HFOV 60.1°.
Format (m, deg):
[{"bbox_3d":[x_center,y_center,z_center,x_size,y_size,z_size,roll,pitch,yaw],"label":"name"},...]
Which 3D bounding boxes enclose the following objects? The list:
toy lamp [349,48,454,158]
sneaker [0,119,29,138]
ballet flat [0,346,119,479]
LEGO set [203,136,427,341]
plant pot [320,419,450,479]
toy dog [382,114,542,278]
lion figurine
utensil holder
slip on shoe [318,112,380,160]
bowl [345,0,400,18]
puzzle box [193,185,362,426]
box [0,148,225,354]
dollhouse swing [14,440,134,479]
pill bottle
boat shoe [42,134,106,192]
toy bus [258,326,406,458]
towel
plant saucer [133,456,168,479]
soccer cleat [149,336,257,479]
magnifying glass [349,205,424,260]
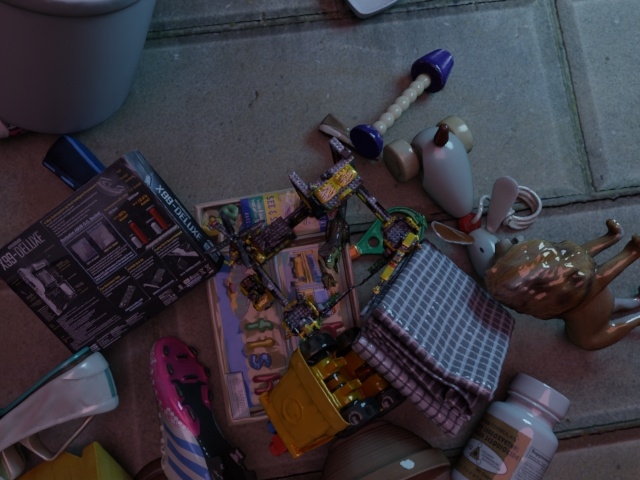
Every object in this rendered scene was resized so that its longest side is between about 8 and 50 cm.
[{"bbox_3d":[0.164,-0.272,1.064,0.080,0.080,0.275,43,68,3],"label":"toy lamp"},{"bbox_3d":[-0.633,-0.325,1.048,0.112,0.121,0.299,-18,82,-34],"label":"sneaker"},{"bbox_3d":[-0.509,0.329,0.922,0.400,0.139,0.139,-32,85,6],"label":"ballet flat"},{"bbox_3d":[0.000,0.000,0.887,0.331,0.192,0.255,-32,78,-1],"label":"LEGO set"},{"bbox_3d":[0.089,0.379,0.931,0.237,0.237,0.110,-22,60,-5],"label":"plant pot"},{"bbox_3d":[0.266,-0.095,1.020,0.333,0.161,0.220,40,83,3],"label":"toy dog"},{"bbox_3d":[0.469,0.110,0.980,0.240,0.142,0.392,-39,117,11],"label":"lion figurine"},{"bbox_3d":[-0.432,-0.391,0.873,0.327,0.385,0.328,9,69,-24],"label":"utensil holder"},{"bbox_3d":[0.062,-0.202,1.083,0.135,0.051,0.041,30,88,9],"label":"slip on shoe"},{"bbox_3d":[0.102,-0.526,1.126,0.142,0.053,0.142,-29,84,-7],"label":"bowl"},{"bbox_3d":[-0.065,0.112,1.016,0.272,0.052,0.409,-10,87,-2],"label":"puzzle box"},{"bbox_3d":[-0.359,0.033,0.942,0.307,0.076,0.242,-35,105,10],"label":"box"},{"bbox_3d":[-0.415,0.597,0.932,0.346,0.305,0.315,-34,42,-1],"label":"dollhouse swing"},{"bbox_3d":[0.339,0.358,0.977,0.131,0.131,0.229,33,82,2],"label":"pill bottle"},{"bbox_3d":[-0.418,-0.084,1.033,0.089,0.109,0.258,-44,70,0],"label":"boat shoe"},{"bbox_3d":[0.009,0.264,0.905,0.211,0.220,0.149,-50,64,25],"label":"toy bus"},{"bbox_3d":[0.200,0.143,0.935,0.235,0.284,0.121,43,126,2],"label":"towel"},{"bbox_3d":[-0.266,0.474,0.987,0.168,0.029,0.169,0,83,-2],"label":"plant saucer"},{"bbox_3d":[-0.238,0.331,0.954,0.143,0.116,0.331,-40,67,19],"label":"soccer cleat"},{"bbox_3d":[0.093,0.008,1.070,0.230,0.026,0.092,-25,84,-7],"label":"magnifying glass"}]
